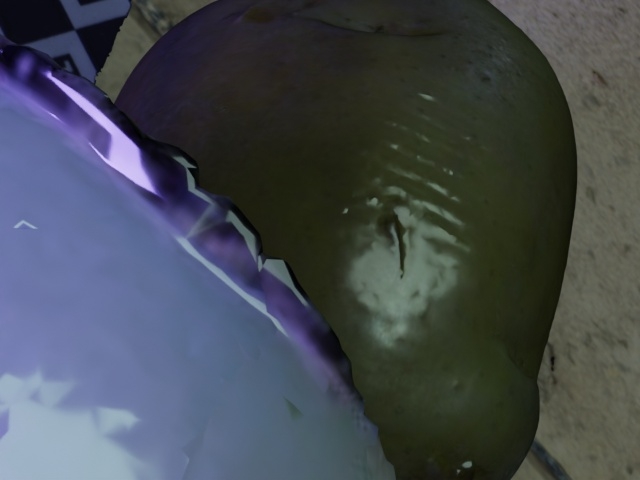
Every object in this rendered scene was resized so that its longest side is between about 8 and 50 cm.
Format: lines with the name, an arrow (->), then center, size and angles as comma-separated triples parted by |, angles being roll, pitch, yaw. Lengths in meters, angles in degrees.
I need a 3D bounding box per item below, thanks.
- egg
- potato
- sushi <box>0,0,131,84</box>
egg -> -0.183, 0.153, 0.584 | 0.354, 0.354, 0.340 | 48, 57, -5
potato -> 0.000, 0.000, 0.923 | 0.243, 0.221, 0.326 | 16, 52, 2
sushi -> -0.224, -0.106, 0.937 | 0.220, 0.047, 0.231 | 38, 47, -23
